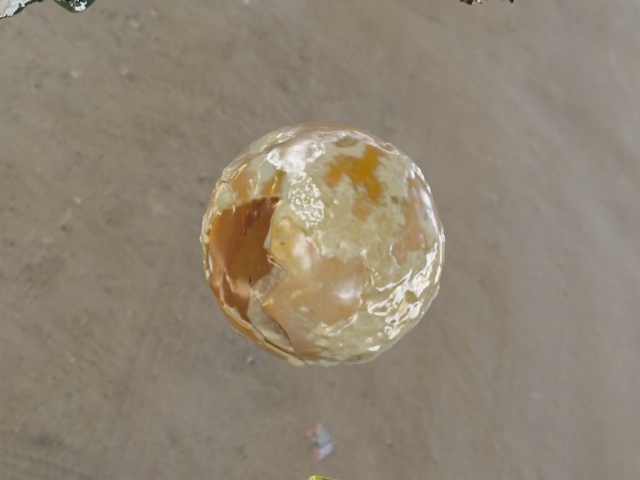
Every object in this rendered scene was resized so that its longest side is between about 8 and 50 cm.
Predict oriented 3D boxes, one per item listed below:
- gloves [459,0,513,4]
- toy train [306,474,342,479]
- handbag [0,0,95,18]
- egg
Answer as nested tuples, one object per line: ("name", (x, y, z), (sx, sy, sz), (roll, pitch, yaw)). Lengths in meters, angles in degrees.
("gloves", (0.172, -0.272, 0.946), (0.135, 0.312, 0.210), (-33, 106, -30))
("toy train", (0.047, 0.272, 1.207), (0.127, 0.089, 0.219), (42, 10, 34))
("handbag", (-0.258, -0.256, 0.922), (0.247, 0.260, 0.079), (-26, 39, -23))
("egg", (0.000, 0.000, 1.075), (0.195, 0.195, 0.233), (31, 16, -30))
